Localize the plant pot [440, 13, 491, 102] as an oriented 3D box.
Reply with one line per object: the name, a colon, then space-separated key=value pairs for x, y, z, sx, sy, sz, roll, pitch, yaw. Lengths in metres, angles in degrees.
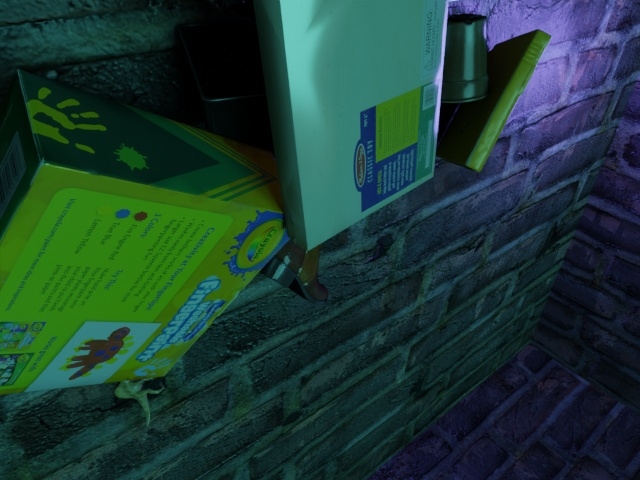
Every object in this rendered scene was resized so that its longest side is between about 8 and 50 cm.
plant pot: x=0.305 y=-0.417 z=1.128 sx=0.167 sy=0.167 sz=0.165 roll=-27 pitch=126 yaw=-31

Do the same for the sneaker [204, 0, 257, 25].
sneaker: x=-0.144 y=-0.364 z=0.727 sx=0.158 sy=0.064 sz=0.061 roll=16 pitch=128 yaw=-23

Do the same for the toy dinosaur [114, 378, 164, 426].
toy dinosaur: x=-0.384 y=0.314 z=1.055 sx=0.093 sy=0.053 sz=0.183 roll=-28 pitch=130 yaw=-7

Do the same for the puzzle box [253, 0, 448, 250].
puzzle box: x=0.052 y=-0.211 z=0.625 sx=0.272 sy=0.052 sz=0.408 roll=-30 pitch=134 yaw=-30

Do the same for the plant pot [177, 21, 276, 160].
plant pot: x=-0.113 y=-0.223 z=0.795 sx=0.188 sy=0.187 sz=0.166 roll=-11 pitch=145 yaw=-20

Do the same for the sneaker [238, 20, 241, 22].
sneaker: x=-0.109 y=-0.384 z=0.797 sx=0.170 sy=0.051 sz=0.089 roll=19 pitch=101 yaw=-53

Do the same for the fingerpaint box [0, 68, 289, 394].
fingerpaint box: x=-0.302 y=0.032 z=0.716 sx=0.371 sy=0.163 sz=0.445 roll=9 pitch=133 yaw=-48

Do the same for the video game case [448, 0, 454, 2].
video game case: x=0.246 y=-0.602 z=1.007 sx=0.210 sy=0.042 sz=0.231 roll=-29 pitch=135 yaw=-31

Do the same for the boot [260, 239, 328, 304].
boot: x=0.000 y=0.000 z=1.201 sx=0.264 sy=0.096 sz=0.280 roll=37 pitch=82 yaw=-45

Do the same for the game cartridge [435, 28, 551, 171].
game cartridge: x=0.408 y=-0.335 z=1.222 sx=0.053 sy=0.285 sz=0.323 roll=26 pitch=103 yaw=-8
